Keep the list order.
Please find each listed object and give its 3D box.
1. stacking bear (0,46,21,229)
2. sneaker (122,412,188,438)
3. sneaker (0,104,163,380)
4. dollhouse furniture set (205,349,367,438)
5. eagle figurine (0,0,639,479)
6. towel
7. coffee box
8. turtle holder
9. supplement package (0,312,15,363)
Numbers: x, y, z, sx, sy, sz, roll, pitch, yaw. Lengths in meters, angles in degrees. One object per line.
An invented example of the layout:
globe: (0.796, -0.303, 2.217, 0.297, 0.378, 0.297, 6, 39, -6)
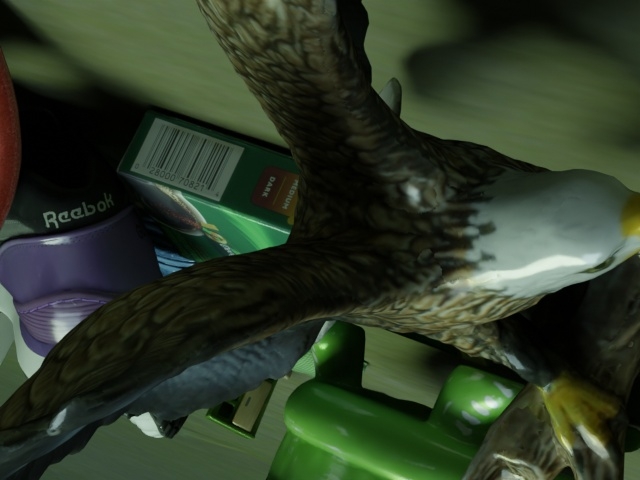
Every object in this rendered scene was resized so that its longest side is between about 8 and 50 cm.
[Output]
stacking bear: (-0.290, -0.073, 0.859, 0.289, 0.175, 0.164, 22, 159, 45)
sneaker: (-0.144, 0.064, 1.161, 0.108, 0.100, 0.271, 27, 165, 12)
sneaker: (-0.155, -0.024, 0.940, 0.283, 0.107, 0.124, 28, 133, 59)
dollhouse furniture set: (-0.036, 0.099, 1.175, 0.076, 0.058, 0.151, 29, 164, -14)
eagle figurine: (0.008, -0.009, 0.514, 0.298, 0.226, 0.225, 17, 135, -39)
towel: (-0.071, 0.025, 1.046, 0.067, 0.029, 0.119, 16, 162, 32)
coffee box: (0.000, 0.000, 0.841, 0.184, 0.040, 0.113, 19, 163, 19)
turtle holder: (0.052, 0.177, 0.912, 0.320, 0.227, 0.243, 17, 177, 42)
supplement package: (-0.348, 0.027, 1.243, 0.203, 0.149, 0.194, 7, 155, 47)
